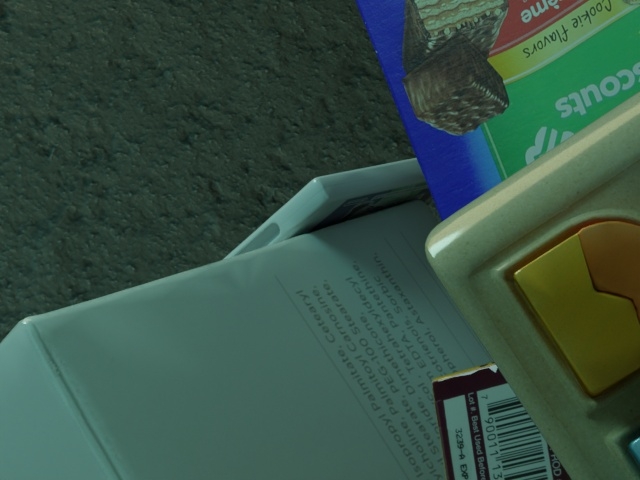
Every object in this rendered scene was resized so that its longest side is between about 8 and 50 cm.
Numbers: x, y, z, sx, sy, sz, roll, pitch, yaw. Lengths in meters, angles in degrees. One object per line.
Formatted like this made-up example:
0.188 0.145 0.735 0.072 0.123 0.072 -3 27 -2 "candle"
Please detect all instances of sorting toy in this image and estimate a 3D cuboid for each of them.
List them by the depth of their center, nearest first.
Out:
0.169 0.028 0.498 0.193 0.208 0.038 -33 -18 2 "sorting toy"

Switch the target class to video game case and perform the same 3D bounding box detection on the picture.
0.000 0.000 1.006 0.183 0.023 0.201 -40 -14 33 "video game case"

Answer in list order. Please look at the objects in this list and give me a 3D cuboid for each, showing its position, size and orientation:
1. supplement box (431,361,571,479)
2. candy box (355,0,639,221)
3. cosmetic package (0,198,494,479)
0.145 0.131 0.728 0.081 0.104 0.188 -19 -25 30 "supplement box"
0.194 -0.083 0.807 0.268 0.317 0.122 -24 -7 28 "candy box"
-0.049 0.217 0.922 0.394 0.327 0.329 -18 -19 -49 "cosmetic package"
